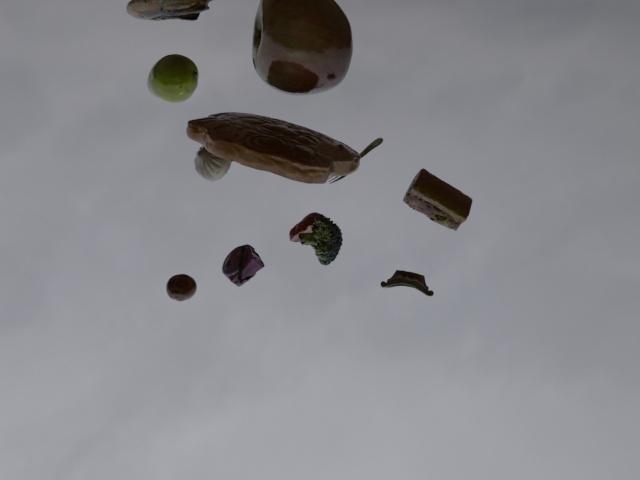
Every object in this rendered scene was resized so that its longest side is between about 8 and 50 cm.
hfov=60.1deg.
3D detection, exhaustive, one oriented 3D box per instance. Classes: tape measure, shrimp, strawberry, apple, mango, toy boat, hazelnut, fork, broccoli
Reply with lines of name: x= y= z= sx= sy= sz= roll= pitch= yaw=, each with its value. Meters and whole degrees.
tape measure: x=-0.232 y=0.076 z=1.651 sx=0.074 sy=0.118 sz=0.125 roll=42 pitch=-170 yaw=-34
shrimp: x=-0.361 y=-0.591 z=1.411 sx=0.255 sy=0.059 sz=0.145 roll=-13 pitch=-177 yaw=-13
strawberry: x=-0.054 y=-0.049 z=2.175 sx=0.187 sy=0.146 sz=0.082 roll=-27 pitch=-114 yaw=-28
apple: x=-0.041 y=-0.474 z=1.322 sx=0.234 sy=0.256 sz=0.256 roll=8 pitch=-149 yaw=-15
mango: x=-0.569 y=-0.623 z=2.116 sx=0.149 sy=0.185 sz=0.273 roll=25 pitch=-176 yaw=-42
toy boat: x=0.303 y=0.146 z=1.916 sx=0.185 sy=0.071 sz=0.089 roll=10 pitch=169 yaw=10
hazelnut: x=-0.392 y=0.136 z=1.567 sx=0.086 sy=0.086 sz=0.086 roll=5 pitch=-148 yaw=-3
fork: x=0.104 y=-0.227 z=1.559 sx=0.219 sy=0.034 sz=0.028 roll=-39 pitch=-169 yaw=-23
broccoli: x=0.000 y=0.000 z=1.960 sx=0.160 sy=0.167 sz=0.154 roll=-2 pitch=-121 yaw=11

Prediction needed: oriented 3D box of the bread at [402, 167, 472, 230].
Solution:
bread: x=0.320 y=-0.110 z=1.511 sx=0.172 sy=0.103 sz=0.132 roll=30 pitch=-140 yaw=2

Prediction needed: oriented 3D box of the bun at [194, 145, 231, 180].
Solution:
bun: x=-0.361 y=-0.266 z=1.795 sx=0.138 sy=0.138 sz=0.094 roll=36 pitch=-174 yaw=38

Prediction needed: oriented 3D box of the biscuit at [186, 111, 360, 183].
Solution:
biscuit: x=-0.104 y=-0.234 z=1.293 sx=0.385 sy=0.062 sz=0.365 roll=21 pitch=-156 yaw=19
